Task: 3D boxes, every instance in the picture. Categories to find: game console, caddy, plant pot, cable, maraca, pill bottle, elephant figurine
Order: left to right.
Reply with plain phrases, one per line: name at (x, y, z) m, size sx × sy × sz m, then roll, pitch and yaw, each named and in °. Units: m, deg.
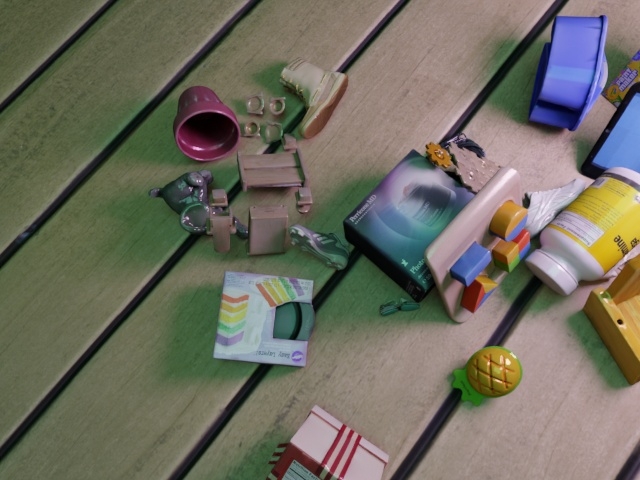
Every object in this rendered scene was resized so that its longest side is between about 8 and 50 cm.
elephant figurine at (-0.359, -0.079, 1.392) m, size 0.186 × 0.169 × 0.239 m, roll -23°, pitch 88°, yaw 28°
plant pot at (-0.372, -0.384, 1.464) m, size 0.201 × 0.201 × 0.180 m, roll -23°, pitch 57°, yaw -1°
cable at (0.409, -0.238, 1.414) m, size 0.185 × 0.047 × 0.150 m, roll -31°, pitch 78°, yaw -7°
maraca at (0.433, 0.354, 1.207) m, size 0.186 × 0.099 × 0.127 m, roll -40°, pitch 70°, yaw 21°
caddy at (0.740, -0.490, 1.350) m, size 0.179 × 0.241 × 0.341 m, roll 13°, pitch 76°, yaw 14°
pill bottle at (0.718, -0.015, 1.223) m, size 0.334 × 0.188 × 0.188 m, roll -46°, pitch 74°, yaw 6°
game console at (0.884, -0.225, 1.213) m, size 0.174 × 0.293 × 0.250 m, roll 5°, pitch 40°, yaw -8°

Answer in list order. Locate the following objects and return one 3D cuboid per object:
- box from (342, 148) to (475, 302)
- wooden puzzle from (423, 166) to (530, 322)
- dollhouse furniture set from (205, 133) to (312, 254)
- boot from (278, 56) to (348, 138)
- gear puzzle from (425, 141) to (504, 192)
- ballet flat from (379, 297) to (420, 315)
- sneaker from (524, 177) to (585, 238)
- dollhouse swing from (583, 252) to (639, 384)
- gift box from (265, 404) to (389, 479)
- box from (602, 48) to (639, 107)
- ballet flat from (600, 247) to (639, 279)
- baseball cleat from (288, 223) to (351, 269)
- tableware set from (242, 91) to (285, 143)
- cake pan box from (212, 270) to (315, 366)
box at (0.266, -0.039, 1.294) m, size 0.294 × 0.182 × 0.296 m, roll 41°, pitch 81°, yaw 17°
wooden puzzle at (0.429, 0.036, 1.181) m, size 0.322 × 0.348 × 0.080 m, roll -45°, pitch 46°, yaw -8°
dollhouse furniture set at (-0.201, -0.146, 1.408) m, size 0.304 × 0.173 × 0.355 m, roll -4°, pitch 52°, yaw -14°
boot at (-0.054, -0.466, 1.496) m, size 0.204 × 0.095 × 0.261 m, roll 28°, pitch 76°, yaw 12°
gear puzzle at (0.418, -0.184, 1.293) m, size 0.339 × 0.044 × 0.175 m, roll 16°, pitch 50°, yaw -28°
ballet flat at (0.222, 0.183, 1.307) m, size 0.115 × 0.041 × 0.041 m, roll -12°, pitch 73°, yaw 1°
sneaker at (0.652, -0.115, 1.327) m, size 0.232 × 0.090 × 0.115 m, roll -39°, pitch 70°, yaw -7°
dollhouse swing at (0.897, 0.145, 1.111) m, size 0.347 × 0.305 × 0.315 m, roll -24°, pitch 72°, yaw -3°
gift box at (-0.015, 0.585, 1.103) m, size 0.255 × 0.258 × 0.276 m, roll 36°, pitch 100°, yaw 12°
box at (1.014, -0.445, 1.281) m, size 0.177 × 0.290 × 0.279 m, roll -37°, pitch 74°, yaw -6°
ballet flat at (0.810, 0.072, 1.272) m, size 0.168 × 0.057 × 0.052 m, roll -36°, pitch 84°, yaw -5°
baseball cleat at (0.000, 0.000, 1.341) m, size 0.206 × 0.072 × 0.109 m, roll 39°, pitch 53°, yaw -20°
tableware set at (-0.185, -0.402, 1.509) m, size 0.141 × 0.020 × 0.168 m, roll 6°, pitch 92°, yaw 15°
cake pan box at (-0.152, 0.221, 1.295) m, size 0.267 × 0.070 × 0.245 m, roll 8°, pitch 76°, yaw -5°
